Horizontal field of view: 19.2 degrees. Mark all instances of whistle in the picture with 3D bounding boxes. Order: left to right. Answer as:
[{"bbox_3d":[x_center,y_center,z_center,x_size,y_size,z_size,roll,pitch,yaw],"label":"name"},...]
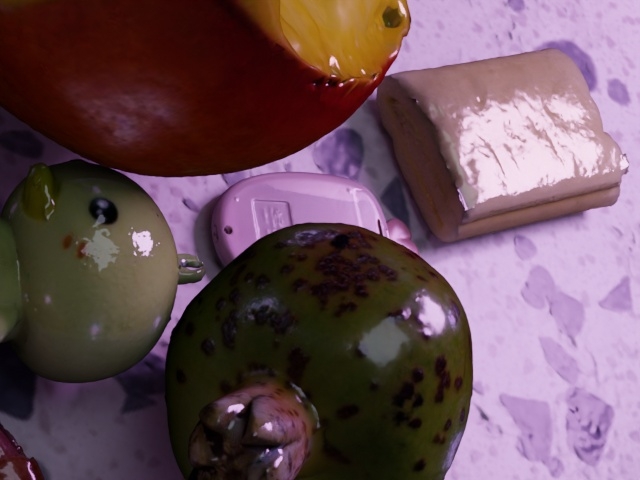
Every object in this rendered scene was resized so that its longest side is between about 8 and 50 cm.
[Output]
[{"bbox_3d":[-0.205,0.010,1.099,0.294,0.141,0.141,8,62,-29],"label":"whistle"}]

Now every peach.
[{"bbox_3d":[-0.110,-0.173,1.145,0.306,0.242,0.380,63,13,5],"label":"peach"}]

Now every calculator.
[{"bbox_3d":[0.000,0.000,1.309,0.166,0.024,0.103,3,64,-31],"label":"calculator"}]

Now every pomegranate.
[{"bbox_3d":[-0.010,0.095,1.130,0.202,0.202,0.248,53,21,2],"label":"pomegranate"}]

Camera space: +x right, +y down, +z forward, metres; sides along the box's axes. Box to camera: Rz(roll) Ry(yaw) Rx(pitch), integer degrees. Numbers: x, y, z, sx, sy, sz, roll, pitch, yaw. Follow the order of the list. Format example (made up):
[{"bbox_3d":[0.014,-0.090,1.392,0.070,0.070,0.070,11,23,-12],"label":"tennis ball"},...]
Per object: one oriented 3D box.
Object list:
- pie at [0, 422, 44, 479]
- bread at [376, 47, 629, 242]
[{"bbox_3d":[-0.238,0.154,1.054,0.182,0.049,0.182,13,57,-21],"label":"pie"},{"bbox_3d":[0.138,-0.076,1.417,0.178,0.060,0.139,-15,75,-38],"label":"bread"}]
